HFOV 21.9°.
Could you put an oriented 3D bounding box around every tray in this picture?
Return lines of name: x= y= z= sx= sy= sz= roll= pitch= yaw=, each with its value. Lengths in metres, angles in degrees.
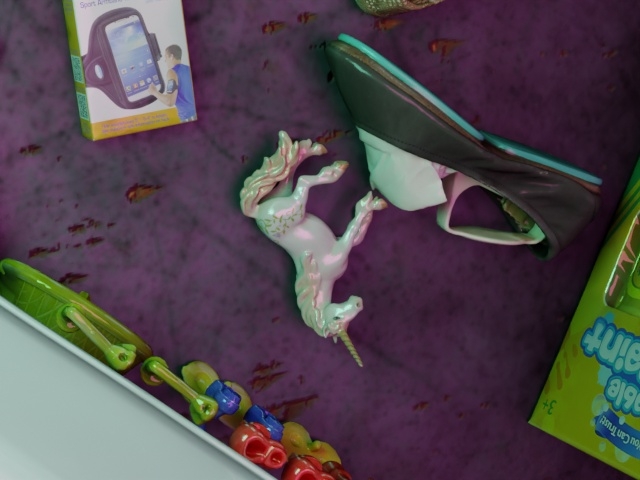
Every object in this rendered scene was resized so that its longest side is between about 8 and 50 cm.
tray: x=-0.153 y=0.125 z=1.054 sx=0.270 sy=0.030 sz=0.145 roll=35 pitch=125 yaw=-6

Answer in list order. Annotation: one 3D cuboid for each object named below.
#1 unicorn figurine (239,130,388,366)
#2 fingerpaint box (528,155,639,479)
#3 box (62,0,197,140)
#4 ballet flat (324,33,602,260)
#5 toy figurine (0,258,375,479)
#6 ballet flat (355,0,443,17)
unicorn figurine: x=0.000 y=0.000 z=1.256 sx=0.162 sy=0.060 sz=0.111 roll=41 pitch=82 yaw=-11
fingerpaint box: x=0.394 y=0.050 z=1.239 sx=0.163 sy=0.445 sz=0.371 roll=22 pitch=91 yaw=-28
box: x=-0.136 y=-0.144 z=1.167 sx=0.081 sy=0.028 sz=0.136 roll=-14 pitch=109 yaw=-23
ballet flat: x=0.104 y=-0.057 z=1.271 sx=0.280 sy=0.095 sz=0.096 roll=26 pitch=96 yaw=-28
toy figurine: x=-0.122 y=0.198 z=1.166 sx=0.362 sy=0.191 sz=0.217 roll=36 pitch=89 yaw=-27
ballet flat: x=0.121 y=-0.222 z=1.255 sx=0.206 sy=0.067 sz=0.073 roll=-31 pitch=112 yaw=-18
